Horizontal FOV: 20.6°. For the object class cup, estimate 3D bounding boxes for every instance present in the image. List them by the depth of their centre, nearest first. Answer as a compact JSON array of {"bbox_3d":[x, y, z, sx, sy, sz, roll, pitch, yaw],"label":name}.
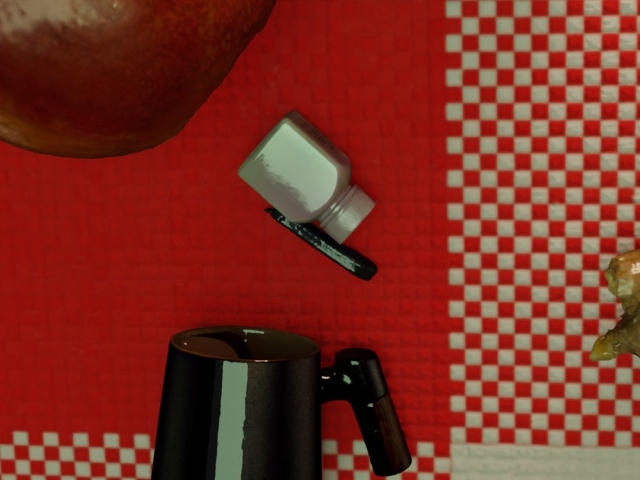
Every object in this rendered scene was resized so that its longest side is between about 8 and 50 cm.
[{"bbox_3d":[-0.047,0.177,1.658,0.166,0.239,0.177,14,104,49],"label":"cup"}]

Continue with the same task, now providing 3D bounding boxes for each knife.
[{"bbox_3d":[0.000,0.000,1.645,0.121,0.031,0.018,35,106,5],"label":"knife"}]

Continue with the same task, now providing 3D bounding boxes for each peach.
[{"bbox_3d":[-0.214,-0.255,1.481,0.372,0.290,0.373,0,106,1],"label":"peach"}]

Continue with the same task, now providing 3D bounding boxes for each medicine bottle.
[{"bbox_3d":[-0.008,-0.054,1.618,0.118,0.055,0.074,41,106,-1],"label":"medicine bottle"}]

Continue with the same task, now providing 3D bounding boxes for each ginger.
[{"bbox_3d":[0.335,0.056,1.558,0.216,0.102,0.157,-28,100,0],"label":"ginger"}]
